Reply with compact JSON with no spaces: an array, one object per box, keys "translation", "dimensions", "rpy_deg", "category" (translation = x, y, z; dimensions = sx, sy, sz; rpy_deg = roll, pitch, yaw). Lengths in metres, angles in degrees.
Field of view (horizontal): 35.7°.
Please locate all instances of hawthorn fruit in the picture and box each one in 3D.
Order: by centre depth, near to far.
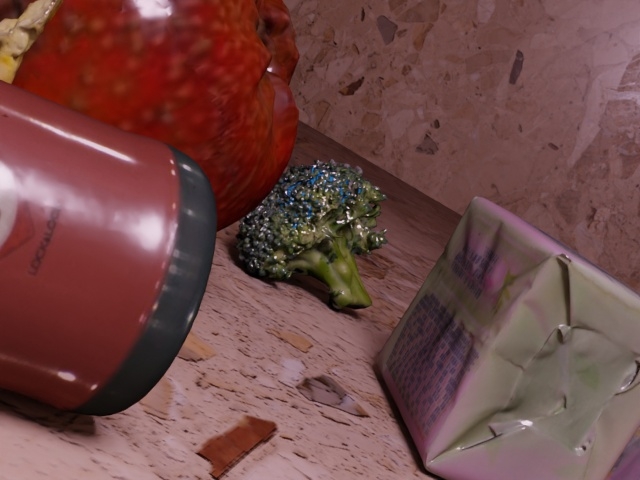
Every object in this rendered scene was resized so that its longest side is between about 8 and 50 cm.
[{"translation":[-0.154,-0.111,0.676],"dimensions":[0.275,0.300,0.275],"rpy_deg":[157,-90,-81],"category":"hawthorn fruit"}]

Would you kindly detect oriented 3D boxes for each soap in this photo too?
[{"translation":[0.155,0.089,0.776],"dimensions":[0.138,0.182,0.199],"rpy_deg":[29,9,-15],"category":"soap"}]

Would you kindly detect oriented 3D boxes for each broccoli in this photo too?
[{"translation":[0.000,0.000,0.996],"dimensions":[0.167,0.155,0.160],"rpy_deg":[-44,114,-80],"category":"broccoli"}]

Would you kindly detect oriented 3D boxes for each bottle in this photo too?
[{"translation":[-0.218,-0.034,0.428],"dimensions":[0.336,0.144,0.144],"rpy_deg":[24,11,-30],"category":"bottle"}]

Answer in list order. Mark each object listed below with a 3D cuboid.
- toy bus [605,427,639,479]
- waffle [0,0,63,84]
[{"translation":[0.231,0.141,0.982],"dimensions":[0.138,0.112,0.317],"rpy_deg":[37,8,-20],"category":"toy bus"},{"translation":[-0.223,-0.079,0.505],"dimensions":[0.125,0.191,0.032],"rpy_deg":[24,15,-32],"category":"waffle"}]
